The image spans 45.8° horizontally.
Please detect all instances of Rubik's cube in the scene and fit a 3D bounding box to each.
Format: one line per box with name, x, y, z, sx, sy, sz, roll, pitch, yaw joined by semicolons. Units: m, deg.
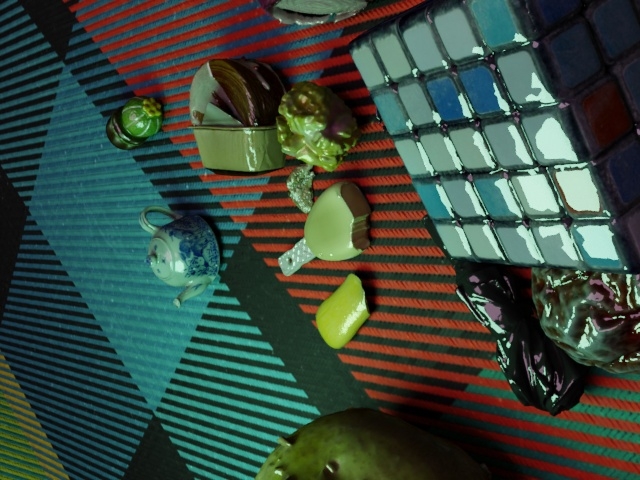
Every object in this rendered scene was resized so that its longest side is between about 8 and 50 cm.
Rubik's cube;0.253;-0.161;0.775;0.292;0.287;0.293;60;159;-12

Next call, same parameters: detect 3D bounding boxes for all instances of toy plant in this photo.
toy plant;-0.406;-0.263;1.668;0.162;0.093;0.092;-22;85;47

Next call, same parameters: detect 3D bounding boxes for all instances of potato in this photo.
potato;0.091;0.434;1.141;0.442;0.385;0.319;26;107;27

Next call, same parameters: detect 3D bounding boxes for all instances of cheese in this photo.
cheese;0.000;0.000;1.351;0.255;0.050;0.127;-40;73;46

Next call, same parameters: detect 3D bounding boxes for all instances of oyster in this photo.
oyster;-0.033;-0.094;1.367;0.081;0.038;0.083;-29;78;44

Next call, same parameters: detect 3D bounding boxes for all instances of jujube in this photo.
jujube;0.398;0.047;0.831;0.317;0.226;0.226;-6;96;49

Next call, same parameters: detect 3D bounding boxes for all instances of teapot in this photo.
teapot;-0.306;0.027;1.603;0.159;0.159;0.232;-40;72;44

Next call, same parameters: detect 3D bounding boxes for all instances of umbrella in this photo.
umbrella;0.250;0.093;1.078;0.340;0.118;0.118;56;133;20

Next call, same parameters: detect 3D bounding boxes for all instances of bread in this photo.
bread;-0.155;-0.227;1.382;0.224;0.142;0.212;9;110;45

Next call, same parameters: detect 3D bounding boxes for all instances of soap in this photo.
soap;0.045;0.128;1.349;0.089;0.033;0.168;56;134;16

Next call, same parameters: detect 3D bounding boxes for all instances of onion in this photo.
onion;-0.011;-0.436;1.166;0.207;0.201;0.200;152;102;-78

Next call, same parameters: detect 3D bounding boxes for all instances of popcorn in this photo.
popcorn;-0.005;-0.192;1.251;0.145;0.126;0.126;31;133;8
